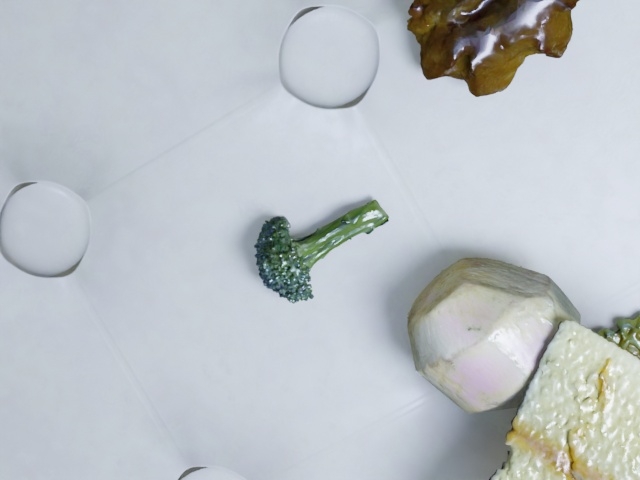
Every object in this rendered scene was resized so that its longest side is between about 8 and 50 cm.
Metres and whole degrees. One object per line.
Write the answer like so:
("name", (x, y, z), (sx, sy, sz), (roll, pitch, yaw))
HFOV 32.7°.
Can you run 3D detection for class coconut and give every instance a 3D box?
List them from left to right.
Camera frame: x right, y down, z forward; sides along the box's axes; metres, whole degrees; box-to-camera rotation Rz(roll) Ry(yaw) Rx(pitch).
("coconut", (0.239, 0.137, 1.476), (0.237, 0.237, 0.197), (41, 65, 0))

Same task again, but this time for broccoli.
("broccoli", (0.001, 0.002, 1.553), (0.204, 0.122, 0.118), (-31, 108, -4))

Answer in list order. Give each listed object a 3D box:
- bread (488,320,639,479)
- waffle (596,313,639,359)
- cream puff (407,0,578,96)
("bread", (0.382, 0.352, 1.469), (0.242, 0.405, 0.346), (27, 84, 27))
("waffle", (0.465, 0.208, 1.535), (0.207, 0.054, 0.214), (-16, 96, 10))
("cream puff", (0.224, -0.332, 1.447), (0.241, 0.155, 0.269), (-17, 102, 14))
